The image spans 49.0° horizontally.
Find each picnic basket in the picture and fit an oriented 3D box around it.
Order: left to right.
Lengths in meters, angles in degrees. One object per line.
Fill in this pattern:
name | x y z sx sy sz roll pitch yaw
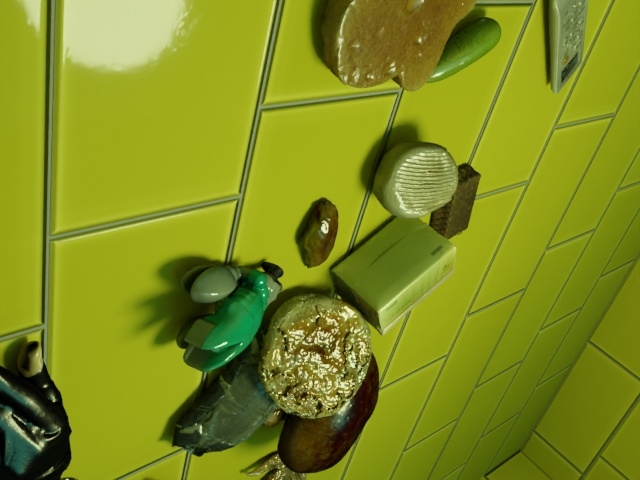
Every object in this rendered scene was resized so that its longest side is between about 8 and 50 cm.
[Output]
picnic basket | 0.320 -0.083 1.665 0.110 0.055 0.193 -27 143 -29

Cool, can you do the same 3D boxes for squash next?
squash | 0.259 -0.353 1.312 0.201 0.066 0.066 -35 145 -14

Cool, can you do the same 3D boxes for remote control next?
remote control | 0.532 -0.455 1.536 0.109 0.055 0.313 -51 152 -9

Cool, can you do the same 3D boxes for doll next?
doll | -0.173 0.135 1.263 0.258 0.153 0.195 -7 112 -67

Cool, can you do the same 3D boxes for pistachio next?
pistachio | 0.000 0.000 1.385 0.090 0.049 0.173 -24 139 -32

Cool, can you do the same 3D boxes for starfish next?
starfish | -0.066 0.595 1.905 0.302 0.060 0.299 -40 140 -2

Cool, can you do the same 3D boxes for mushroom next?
mushroom | 0.020 0.397 1.671 0.345 0.239 0.345 -32 168 -8

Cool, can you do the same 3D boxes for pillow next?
pillow | -0.173 0.327 1.472 0.161 0.092 0.335 36 98 -29

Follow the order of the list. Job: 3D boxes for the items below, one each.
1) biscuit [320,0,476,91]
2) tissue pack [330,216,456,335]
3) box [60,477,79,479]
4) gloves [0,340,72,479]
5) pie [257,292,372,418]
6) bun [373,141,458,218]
biscuit | 0.143 -0.375 1.159 0.344 0.057 0.287 -41 146 -12
tissue pack | 0.163 0.065 1.537 0.234 0.159 0.125 -38 146 -16
box | -0.524 0.560 1.231 0.252 0.188 0.153 -40 146 -9
gloves | -0.465 0.266 1.057 0.197 0.152 0.301 -60 141 -35
pie | -0.008 0.235 1.458 0.274 0.055 0.274 -1 92 -33
bun | 0.185 -0.126 1.411 0.173 0.113 0.166 28 97 -32
